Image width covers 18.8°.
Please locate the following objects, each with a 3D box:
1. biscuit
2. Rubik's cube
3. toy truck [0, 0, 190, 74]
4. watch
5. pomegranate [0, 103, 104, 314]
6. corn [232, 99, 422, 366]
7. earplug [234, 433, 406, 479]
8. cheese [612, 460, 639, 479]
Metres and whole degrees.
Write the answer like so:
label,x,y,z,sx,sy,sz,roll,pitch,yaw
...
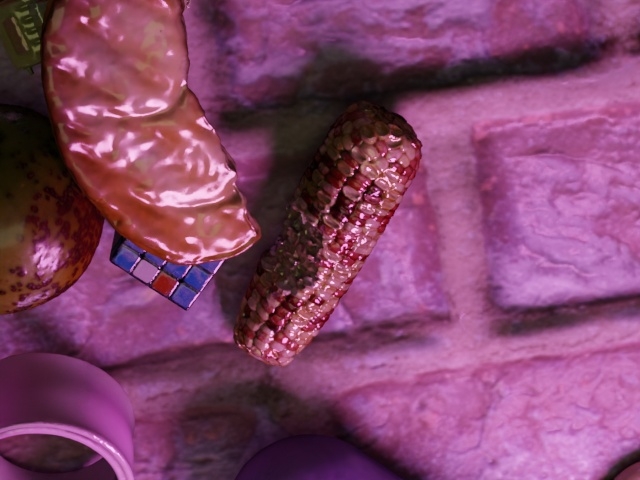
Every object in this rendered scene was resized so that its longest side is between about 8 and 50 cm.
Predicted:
label,x,y,z,sx,sy,sz,roll,pitch,yaw
biscuit,-0.160,-0.103,1.729,0.154,0.045,0.299,-22,113,-12
Rubik's cube,-0.138,-0.006,1.852,0.092,0.092,0.092,33,105,-13
toy truck,-0.207,-0.218,1.765,0.191,0.116,0.085,-20,107,4
watch,-0.288,0.183,1.874,0.218,0.211,0.248,0,128,-7
pomegranate,-0.300,-0.007,1.810,0.214,0.214,0.248,-9,142,1
corn,0.000,0.000,1.859,0.098,0.098,0.289,28,107,-11
earplug,0.103,0.361,1.934,0.456,0.215,0.215,38,104,-10
cheese,0.371,0.260,1.983,0.171,0.047,0.092,-18,109,4
